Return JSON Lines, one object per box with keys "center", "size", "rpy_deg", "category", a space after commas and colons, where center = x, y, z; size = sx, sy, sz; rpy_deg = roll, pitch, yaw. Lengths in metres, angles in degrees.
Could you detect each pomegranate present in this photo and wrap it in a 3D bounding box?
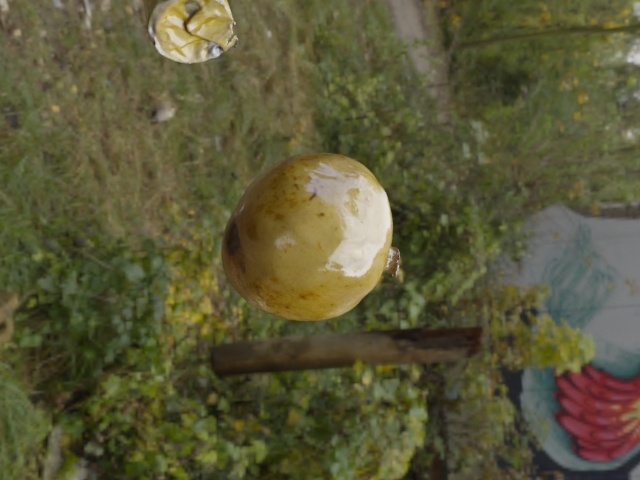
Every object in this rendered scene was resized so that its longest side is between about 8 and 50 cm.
{"center": [0.000, 0.000, 0.942], "size": [0.196, 0.196, 0.196], "rpy_deg": [-5, 90, -76], "category": "pomegranate"}

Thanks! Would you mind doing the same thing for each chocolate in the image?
{"center": [-0.141, -0.258, 0.870], "size": [0.219, 0.086, 0.085], "rpy_deg": [-112, -178, -46], "category": "chocolate"}
